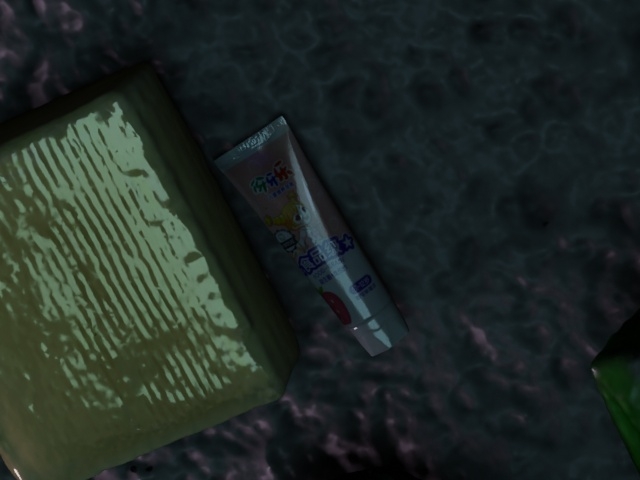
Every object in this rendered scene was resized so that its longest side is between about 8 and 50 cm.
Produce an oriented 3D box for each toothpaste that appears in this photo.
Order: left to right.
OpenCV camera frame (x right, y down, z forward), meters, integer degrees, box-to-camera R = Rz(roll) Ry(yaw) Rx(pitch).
[{"bbox_3d":[0.000,0.000,1.439,0.067,0.043,0.194,-32,101,19],"label":"toothpaste"}]

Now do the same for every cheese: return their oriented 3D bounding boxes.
[{"bbox_3d":[-0.179,0.031,1.419,0.242,0.124,0.265,-24,107,9],"label":"cheese"}]

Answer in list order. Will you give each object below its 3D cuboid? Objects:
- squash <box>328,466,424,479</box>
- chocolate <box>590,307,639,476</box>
[{"bbox_3d":[0.066,0.292,1.440,0.252,0.252,0.165,43,109,-13],"label":"squash"},{"bbox_3d":[0.425,0.156,1.352,0.360,0.161,0.341,-11,118,27],"label":"chocolate"}]
